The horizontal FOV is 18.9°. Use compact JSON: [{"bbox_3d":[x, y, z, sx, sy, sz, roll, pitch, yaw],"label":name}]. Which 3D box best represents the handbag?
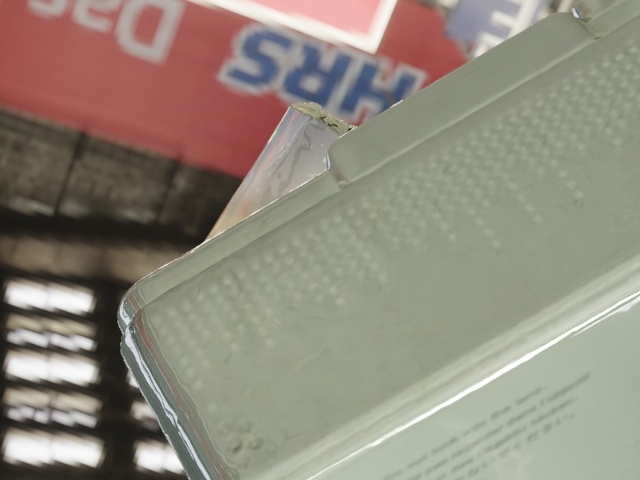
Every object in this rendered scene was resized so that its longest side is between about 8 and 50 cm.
[{"bbox_3d":[0.000,0.000,1.123,0.117,0.173,0.095,32,-178,-17],"label":"handbag"}]

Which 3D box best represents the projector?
[{"bbox_3d":[0.083,0.023,0.574,0.099,0.256,0.192,57,174,34],"label":"projector"}]
